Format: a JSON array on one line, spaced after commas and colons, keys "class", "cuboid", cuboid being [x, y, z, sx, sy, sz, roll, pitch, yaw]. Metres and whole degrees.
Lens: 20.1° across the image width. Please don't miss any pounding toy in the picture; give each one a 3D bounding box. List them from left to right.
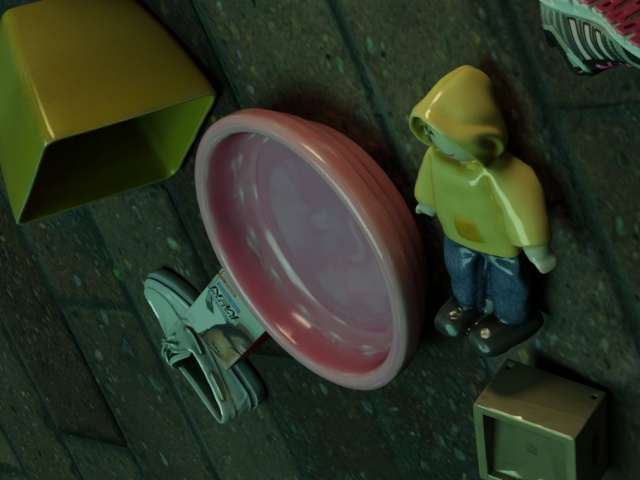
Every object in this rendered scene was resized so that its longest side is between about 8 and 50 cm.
[{"class": "pounding toy", "cuboid": [0.219, 0.193, 1.795, 0.130, 0.100, 0.141, 18, 137, 29]}]

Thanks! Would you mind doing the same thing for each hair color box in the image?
[{"class": "hair color box", "cuboid": [-0.100, 0.087, 2.193, 0.093, 0.053, 0.167, 52, 152, 6]}]

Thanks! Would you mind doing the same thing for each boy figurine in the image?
[{"class": "boy figurine", "cuboid": [0.149, -0.027, 1.671, 0.177, 0.092, 0.285, 33, 146, 41]}]

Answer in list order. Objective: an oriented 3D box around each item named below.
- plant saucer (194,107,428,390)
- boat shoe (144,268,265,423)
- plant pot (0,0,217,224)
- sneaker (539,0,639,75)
[{"class": "plant saucer", "cuboid": [0.000, 0.000, 1.927, 0.332, 0.084, 0.332, 36, 144, 32]}, {"class": "boat shoe", "cuboid": [-0.166, 0.135, 2.316, 0.226, 0.076, 0.083, 47, 149, 17]}, {"class": "plant pot", "cuboid": [-0.273, -0.169, 2.067, 0.187, 0.212, 0.212, 63, 153, 16]}, {"class": "sneaker", "cuboid": [0.236, -0.160, 1.437, 0.170, 0.063, 0.074, 36, 145, 41]}]
